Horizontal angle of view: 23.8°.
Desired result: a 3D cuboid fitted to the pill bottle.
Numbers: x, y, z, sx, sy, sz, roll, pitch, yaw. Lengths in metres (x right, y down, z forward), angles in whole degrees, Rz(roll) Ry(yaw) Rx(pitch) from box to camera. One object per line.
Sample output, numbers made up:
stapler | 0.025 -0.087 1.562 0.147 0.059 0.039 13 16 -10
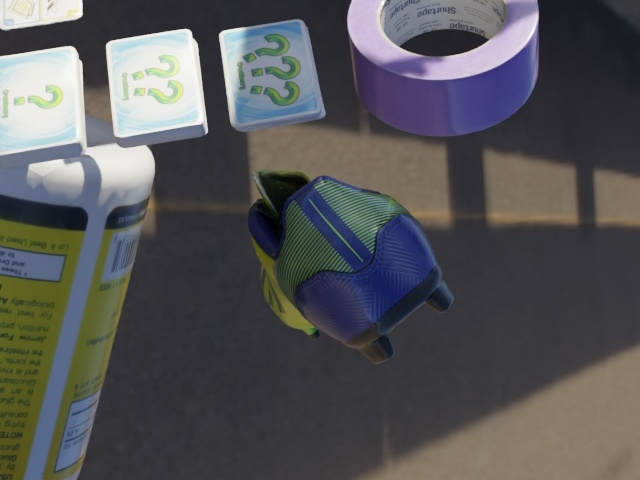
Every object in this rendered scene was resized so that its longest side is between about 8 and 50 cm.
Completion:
pill bottle | -0.242 0.074 1.057 0.188 0.188 0.334 -18 127 -67

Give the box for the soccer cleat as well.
soccer cleat | 0.001 -0.001 0.927 0.121 0.093 0.289 51 -6 -8

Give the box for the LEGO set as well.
LEGO set | -0.102 -0.158 0.874 0.060 0.182 0.244 83 -1 -51

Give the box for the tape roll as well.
tape roll | 0.123 -0.198 1.517 0.080 0.189 0.189 82 19 -49
